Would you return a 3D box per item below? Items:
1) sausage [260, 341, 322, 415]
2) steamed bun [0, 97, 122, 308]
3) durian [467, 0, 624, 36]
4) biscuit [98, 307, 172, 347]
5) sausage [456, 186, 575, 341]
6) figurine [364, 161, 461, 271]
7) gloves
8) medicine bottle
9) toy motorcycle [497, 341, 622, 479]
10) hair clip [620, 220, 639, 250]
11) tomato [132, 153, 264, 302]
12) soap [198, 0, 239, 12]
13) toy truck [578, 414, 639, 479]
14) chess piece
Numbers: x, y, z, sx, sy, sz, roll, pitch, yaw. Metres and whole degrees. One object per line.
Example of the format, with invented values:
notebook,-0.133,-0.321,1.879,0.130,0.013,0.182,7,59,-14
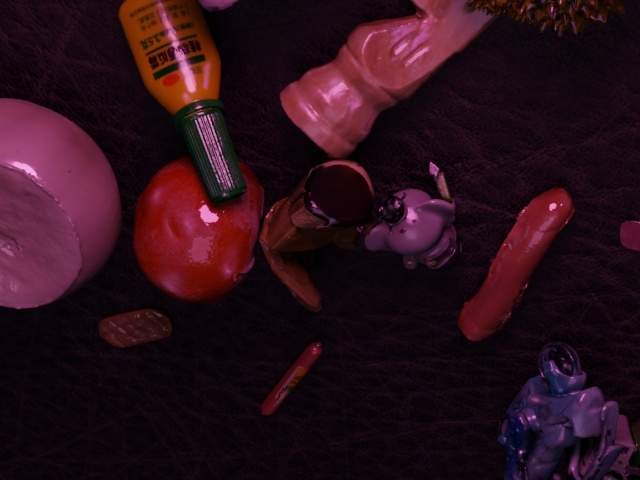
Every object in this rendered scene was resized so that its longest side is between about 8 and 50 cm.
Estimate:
sausage,-0.053,0.249,1.686,0.029,0.029,0.223,29,126,-10
steamed bun,-0.458,-0.062,1.433,0.324,0.206,0.324,4,126,5
durian,0.264,-0.360,1.058,0.291,0.225,0.291,7,133,8
biscuit,-0.331,0.157,1.683,0.147,0.018,0.071,-13,123,21
sausage,0.294,0.045,1.441,0.078,0.078,0.304,20,127,-4
figurine,0.143,-0.021,1.387,0.147,0.126,0.192,-33,146,18
gloves,-0.013,-0.009,1.386,0.141,0.154,0.331,28,154,0
medicine bottle,-0.176,-0.199,1.278,0.111,0.076,0.309,-21,90,3
toy motorcycle,0.392,0.312,1.552,0.154,0.206,0.260,-6,134,-31
hair clip,0.514,-0.008,1.389,0.137,0.022,0.054,-1,122,13
tomato,-0.182,-0.024,1.394,0.188,0.232,0.232,9,127,-6
soap,-0.085,-0.523,1.024,0.350,0.213,0.435,-18,121,22
toy truck,0.567,0.369,1.605,0.242,0.101,0.125,14,122,-2
chess piece,0.095,-0.243,1.258,0.301,0.137,0.137,-39,111,18
